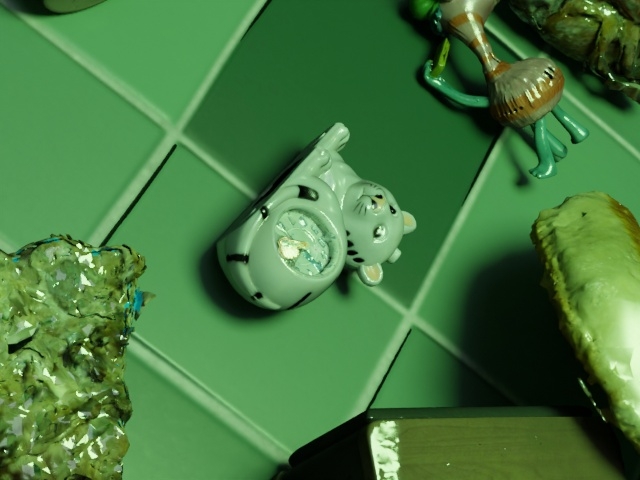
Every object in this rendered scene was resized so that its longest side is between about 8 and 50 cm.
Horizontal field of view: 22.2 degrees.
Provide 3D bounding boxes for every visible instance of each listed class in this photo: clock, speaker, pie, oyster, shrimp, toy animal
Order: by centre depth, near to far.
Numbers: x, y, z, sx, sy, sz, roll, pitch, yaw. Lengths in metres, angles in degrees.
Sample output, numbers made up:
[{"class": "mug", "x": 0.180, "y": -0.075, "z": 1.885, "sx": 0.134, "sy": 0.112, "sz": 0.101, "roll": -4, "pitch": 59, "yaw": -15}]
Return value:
[{"class": "oyster", "x": -0.212, "y": 0.101, "z": 1.120, "sx": 0.198, "sy": 0.092, "sz": 0.259, "roll": 47, "pitch": 55, "yaw": 0}, {"class": "speaker", "x": 0.105, "y": 0.228, "z": 1.210, "sx": 0.231, "sy": 0.153, "sz": 0.192, "roll": 2, "pitch": 66, "yaw": -31}, {"class": "clock", "x": 0.000, "y": 0.000, "z": 1.300, "sx": 0.117, "sy": 0.080, "sz": 0.176, "roll": 46, "pitch": 51, "yaw": -6}, {"class": "pie", "x": 0.271, "y": 0.102, "z": 1.323, "sx": 0.315, "sy": 0.092, "sz": 0.315, "roll": 57, "pitch": 13, "yaw": -20}, {"class": "toy animal", "x": 0.154, "y": -0.148, "z": 1.471, "sx": 0.103, "sy": 0.100, "sz": 0.208, "roll": -38, "pitch": 94, "yaw": 1}, {"class": "shrimp", "x": 0.322, "y": -0.208, "z": 1.561, "sx": 0.343, "sy": 0.145, "sz": 0.116, "roll": 23, "pitch": 37, "yaw": -29}]

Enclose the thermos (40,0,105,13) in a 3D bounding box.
[{"class": "thermos", "x": -0.232, "y": -0.279, "z": 1.285, "sx": 0.137, "sy": 0.105, "sz": 0.193, "roll": -30, "pitch": 80, "yaw": -6}]
